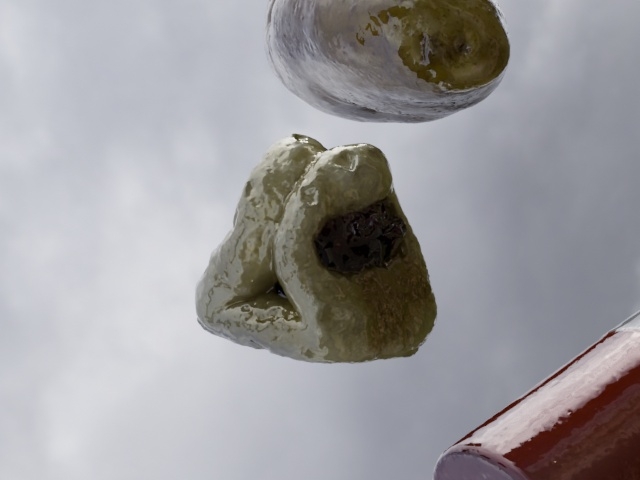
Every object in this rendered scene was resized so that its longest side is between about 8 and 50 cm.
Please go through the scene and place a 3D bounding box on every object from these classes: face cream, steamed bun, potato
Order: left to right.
[{"bbox_3d":[0.000,0.000,1.126,0.141,0.172,0.155,-10,-72,-47],"label":"steamed bun"},{"bbox_3d":[0.061,-0.179,1.353,0.176,0.369,0.195,-38,-77,-6],"label":"potato"},{"bbox_3d":[0.152,0.064,0.581,0.214,0.096,0.096,-31,-52,-26],"label":"face cream"}]
